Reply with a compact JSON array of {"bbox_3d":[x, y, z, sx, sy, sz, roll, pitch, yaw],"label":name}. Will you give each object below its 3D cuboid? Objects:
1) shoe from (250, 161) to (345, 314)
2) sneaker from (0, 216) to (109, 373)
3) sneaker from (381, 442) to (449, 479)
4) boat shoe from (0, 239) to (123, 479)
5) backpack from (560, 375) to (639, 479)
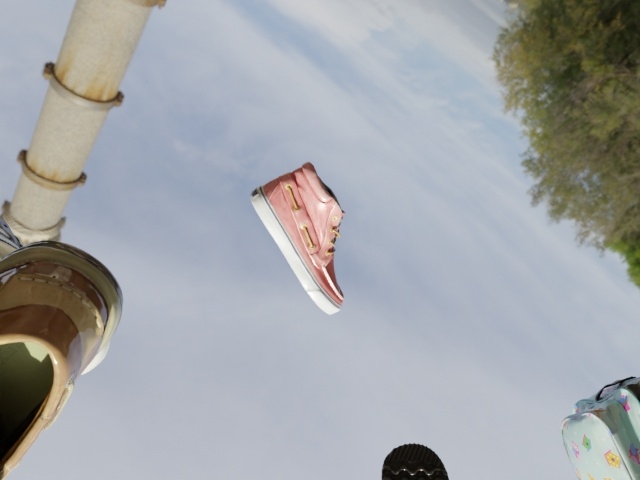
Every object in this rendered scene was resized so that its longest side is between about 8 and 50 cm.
[{"bbox_3d":[0.000,0.000,0.594,0.178,0.081,0.063,58,-173,-19],"label":"shoe"},{"bbox_3d":[-0.383,0.034,0.612,0.350,0.131,0.148,28,-168,3],"label":"sneaker"},{"bbox_3d":[0.072,0.223,0.356,0.075,0.057,0.161,62,-157,-69],"label":"sneaker"},{"bbox_3d":[-0.272,0.139,0.367,0.122,0.324,0.120,36,-168,-22],"label":"boat shoe"},{"bbox_3d":[0.378,0.252,0.617,0.188,0.144,0.166,65,-176,-68],"label":"backpack"}]
